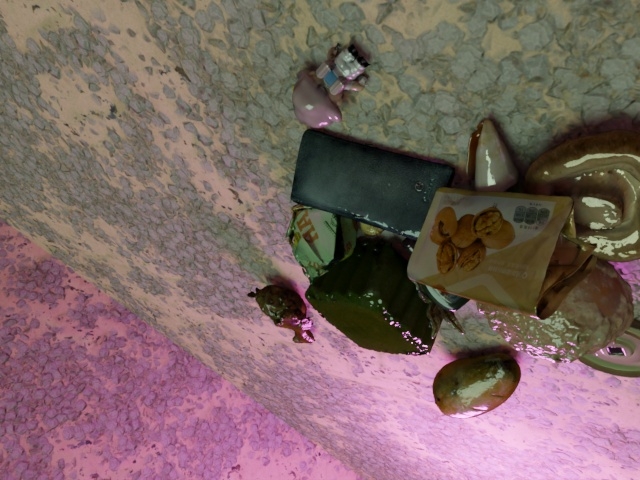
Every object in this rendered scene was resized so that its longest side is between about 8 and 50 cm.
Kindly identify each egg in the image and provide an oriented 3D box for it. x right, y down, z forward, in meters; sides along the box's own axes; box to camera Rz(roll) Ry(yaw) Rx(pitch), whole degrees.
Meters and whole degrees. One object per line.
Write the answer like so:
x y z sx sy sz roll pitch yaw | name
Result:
0.502 0.126 1.105 0.311 0.279 0.279 8 139 42 | egg

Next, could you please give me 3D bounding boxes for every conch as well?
0.338 -0.157 1.033 0.094 0.104 0.176 -28 113 20 | conch

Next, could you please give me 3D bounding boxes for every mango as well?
0.492 0.448 1.597 0.177 0.175 0.330 20 134 -38 | mango

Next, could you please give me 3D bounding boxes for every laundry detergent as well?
0.304 0.065 1.300 0.221 0.144 0.078 48 177 -1 | laundry detergent

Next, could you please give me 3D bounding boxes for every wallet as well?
0.109 -0.130 1.196 0.379 0.046 0.190 19 103 21 | wallet

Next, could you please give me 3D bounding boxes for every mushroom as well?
0.519 -0.078 0.935 0.279 0.146 0.278 21 137 21 | mushroom

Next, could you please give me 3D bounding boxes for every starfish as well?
0.334 0.153 1.357 0.053 0.176 0.208 151 103 -73 | starfish

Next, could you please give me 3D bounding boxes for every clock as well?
0.749 0.273 1.286 0.235 0.029 0.234 21 144 17 | clock

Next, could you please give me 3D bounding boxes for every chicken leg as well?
-0.097 0.283 1.872 0.212 0.140 0.361 23 160 50 | chicken leg

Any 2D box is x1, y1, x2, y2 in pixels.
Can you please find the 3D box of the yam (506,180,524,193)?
0.370 -0.077 1.125 0.169 0.068 0.068 -16 123 48 | yam

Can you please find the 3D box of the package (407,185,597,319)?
0.357 0.030 1.004 0.165 0.221 0.311 25 172 -34 | package

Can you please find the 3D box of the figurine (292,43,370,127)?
0.010 -0.318 1.083 0.137 0.112 0.229 46 133 -10 | figurine

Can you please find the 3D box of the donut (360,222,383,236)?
0.177 -0.069 1.268 0.217 0.085 0.141 1 134 40 | donut

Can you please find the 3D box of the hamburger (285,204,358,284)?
-0.001 0.003 1.410 0.214 0.125 0.234 -3 95 43 | hamburger

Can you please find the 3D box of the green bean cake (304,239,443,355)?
0.161 0.170 1.479 0.335 0.218 0.319 0 141 47 | green bean cake
